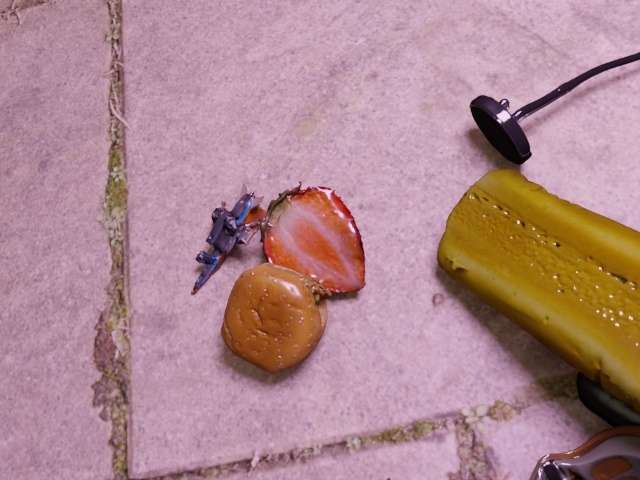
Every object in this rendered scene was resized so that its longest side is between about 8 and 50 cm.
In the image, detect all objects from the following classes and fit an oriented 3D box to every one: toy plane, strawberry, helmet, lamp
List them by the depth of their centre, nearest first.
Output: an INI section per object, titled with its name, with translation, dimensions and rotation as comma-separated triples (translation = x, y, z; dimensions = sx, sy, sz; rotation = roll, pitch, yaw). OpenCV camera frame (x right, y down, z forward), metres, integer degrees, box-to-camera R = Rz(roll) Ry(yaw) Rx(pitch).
[helmet]
translation = 0.308, 0.314, 0.600
dimensions = 0.224, 0.198, 0.130
rotation = -41, 108, -16
[lamp]
translation = 0.394, -0.217, 0.845
dimensions = 0.371, 0.108, 0.130
rotation = -26, 52, -11
[strawberry]
translation = 0.000, 0.000, 0.848
dimensions = 0.187, 0.082, 0.146
rotation = 43, 107, 11
[toy plane]
translation = -0.154, -0.001, 0.901
dimensions = 0.188, 0.062, 0.135
rotation = -49, 37, -3

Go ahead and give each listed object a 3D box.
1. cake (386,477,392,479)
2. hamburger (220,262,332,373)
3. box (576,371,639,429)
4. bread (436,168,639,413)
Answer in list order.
[cake]
translation = 0.129, 0.376, 0.607
dimensions = 0.116, 0.113, 0.295
rotation = -62, 28, 2
[hamburger]
translation = -0.061, 0.105, 0.802
dimensions = 0.138, 0.083, 0.147
rotation = 24, 105, 8
[box]
translation = 0.485, 0.144, 0.660
dimensions = 0.289, 0.073, 0.290
rotation = 37, 82, 25
[bread]
translation = 0.302, 0.050, 0.684
dimensions = 0.166, 0.112, 0.383
rotation = -57, 42, 7
